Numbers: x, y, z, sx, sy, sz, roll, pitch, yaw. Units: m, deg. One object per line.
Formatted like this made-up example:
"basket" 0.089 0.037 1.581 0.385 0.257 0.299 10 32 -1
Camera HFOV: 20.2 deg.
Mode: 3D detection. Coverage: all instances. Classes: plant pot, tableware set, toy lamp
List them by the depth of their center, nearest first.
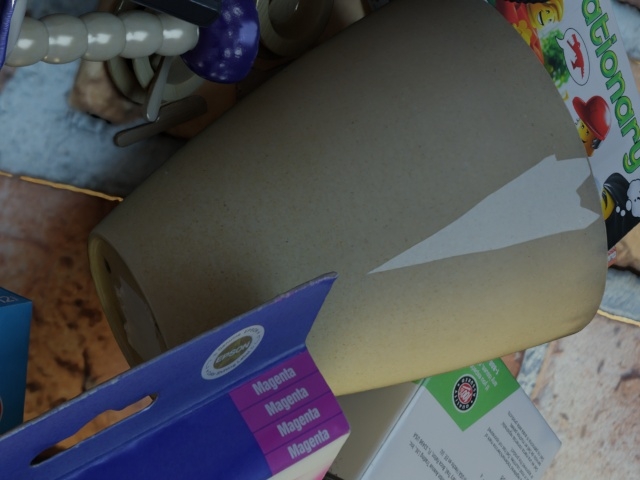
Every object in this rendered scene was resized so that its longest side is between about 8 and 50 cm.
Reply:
"toy lamp" -0.163 -0.115 1.016 0.274 0.080 0.080 -12 115 -37
"plant pot" 0.000 0.000 1.162 0.274 0.256 0.256 -25 125 -20
"tableware set" -0.056 -0.144 1.171 0.194 0.039 0.128 -26 124 -39

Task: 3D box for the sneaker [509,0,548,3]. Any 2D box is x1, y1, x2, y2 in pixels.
"sneaker" 0.058 -0.287 1.100 0.319 0.112 0.131 44 61 -17

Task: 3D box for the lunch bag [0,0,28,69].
"lunch bag" -0.196 -0.274 0.753 0.385 0.239 0.328 61 38 -58

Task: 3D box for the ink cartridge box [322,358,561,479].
"ink cartridge box" 0.032 0.205 1.353 0.289 0.121 0.211 -55 139 -17

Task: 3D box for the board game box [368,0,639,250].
"board game box" 0.154 -0.114 1.365 0.193 0.053 0.305 -40 120 -31

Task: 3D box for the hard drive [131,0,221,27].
"hard drive" -0.098 -0.198 1.040 0.094 0.022 0.135 18 59 -29

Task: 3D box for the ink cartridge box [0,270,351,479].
"ink cartridge box" -0.136 0.192 1.024 0.324 0.071 0.330 -26 157 -34

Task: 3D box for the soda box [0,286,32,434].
"soda box" -0.226 0.130 1.074 0.071 0.067 0.210 -10 113 -46

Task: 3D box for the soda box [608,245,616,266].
"soda box" 0.168 0.023 1.479 0.183 0.058 0.063 -32 127 -37
